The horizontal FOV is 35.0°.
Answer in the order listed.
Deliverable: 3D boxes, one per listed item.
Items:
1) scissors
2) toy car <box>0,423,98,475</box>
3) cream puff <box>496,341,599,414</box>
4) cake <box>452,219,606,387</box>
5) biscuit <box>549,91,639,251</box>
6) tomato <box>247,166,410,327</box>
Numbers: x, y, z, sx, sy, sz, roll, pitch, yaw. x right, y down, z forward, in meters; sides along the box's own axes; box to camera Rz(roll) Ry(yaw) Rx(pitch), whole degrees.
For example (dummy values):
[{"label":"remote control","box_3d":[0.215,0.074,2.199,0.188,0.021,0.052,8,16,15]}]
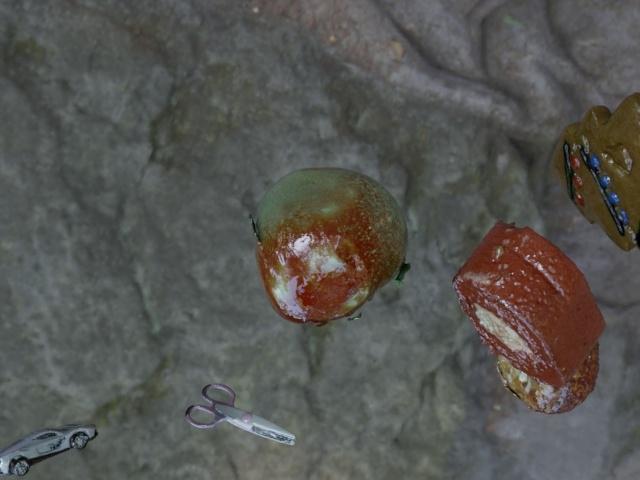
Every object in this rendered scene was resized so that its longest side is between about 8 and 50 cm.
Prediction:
[{"label":"scissors","box_3d":[-0.114,0.266,1.512,0.176,0.085,0.022,18,135,23]},{"label":"toy car","box_3d":[-0.221,0.163,0.808,0.041,0.093,0.025,-9,99,49]},{"label":"cream puff","box_3d":[0.424,0.198,1.879,0.164,0.240,0.240,-12,156,-12]},{"label":"cake","box_3d":[0.328,0.103,1.564,0.177,0.151,0.283,23,156,38]},{"label":"biscuit","box_3d":[0.423,-0.078,1.450,0.301,0.043,0.278,18,133,66]},{"label":"tomato","box_3d":[0.000,0.000,1.849,0.303,0.303,0.239,-5,127,39]}]
